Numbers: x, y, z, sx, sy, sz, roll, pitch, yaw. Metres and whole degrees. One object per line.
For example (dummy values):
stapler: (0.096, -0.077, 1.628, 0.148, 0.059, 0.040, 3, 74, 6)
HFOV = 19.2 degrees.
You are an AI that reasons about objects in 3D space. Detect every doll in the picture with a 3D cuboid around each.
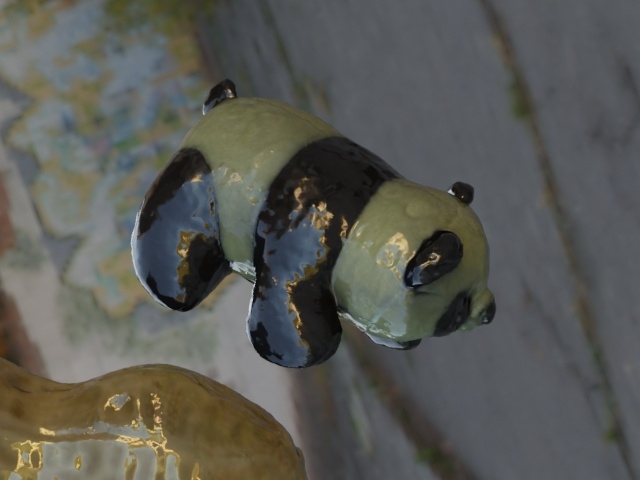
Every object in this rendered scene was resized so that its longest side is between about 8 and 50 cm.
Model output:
doll: (-0.002, -0.001, 1.170, 0.234, 0.143, 0.135, 29, 112, 28)

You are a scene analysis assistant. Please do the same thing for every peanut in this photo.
peanut: (-0.148, 0.131, 1.162, 0.120, 0.298, 0.136, -85, 5, -65)
